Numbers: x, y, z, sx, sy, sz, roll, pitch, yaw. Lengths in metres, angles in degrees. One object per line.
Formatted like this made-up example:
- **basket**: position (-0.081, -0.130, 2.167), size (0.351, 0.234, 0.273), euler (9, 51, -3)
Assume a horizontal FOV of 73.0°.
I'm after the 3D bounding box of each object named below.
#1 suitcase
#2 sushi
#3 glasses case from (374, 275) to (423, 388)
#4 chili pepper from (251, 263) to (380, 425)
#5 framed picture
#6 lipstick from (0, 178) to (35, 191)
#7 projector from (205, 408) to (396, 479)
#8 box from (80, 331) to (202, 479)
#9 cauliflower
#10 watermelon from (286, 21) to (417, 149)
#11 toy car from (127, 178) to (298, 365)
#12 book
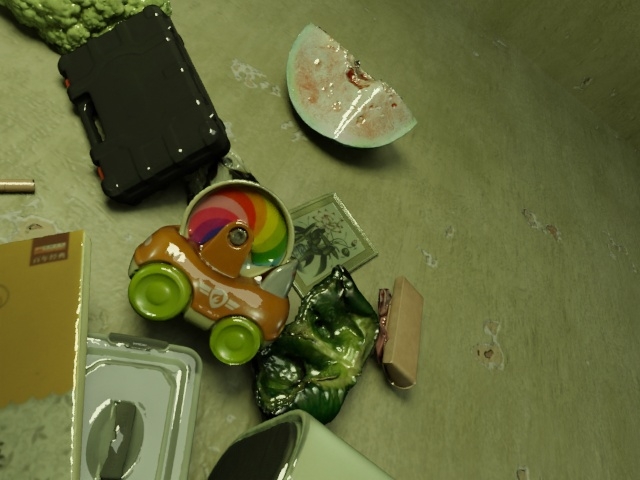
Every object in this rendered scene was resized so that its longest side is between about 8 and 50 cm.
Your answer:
- **suitcase**: position (-0.285, -0.219, 0.690), size (0.206, 0.066, 0.285), euler (-28, 75, 4)
- **sushi**: position (-0.154, -0.081, 0.746), size (0.273, 0.134, 0.109), euler (47, 26, 26)
- **glasses case**: position (0.126, 0.157, 0.783), size (0.102, 0.070, 0.193), euler (45, 42, -28)
- **chili pepper**: position (-0.011, 0.180, 0.677), size (0.148, 0.116, 0.264), euler (49, 47, -13)
- **framed picture**: position (0.000, 0.000, 0.850), size (0.231, 0.010, 0.173), euler (-30, 81, -41)
- **lipstick**: position (-0.450, -0.076, 0.596), size (0.094, 0.019, 0.019), euler (-5, 65, -35)
- **projector**: position (-0.016, 0.355, 0.425), size (0.249, 0.248, 0.248), euler (40, 46, -7)
- **box**: position (-0.232, 0.225, 0.477), size (0.162, 0.130, 0.226), euler (16, 55, -25)
- **cauliflower**: position (-0.424, -0.464, 0.762), size (0.272, 0.275, 0.250), euler (-18, 30, -9)
- **watermelon**: position (0.046, -0.312, 1.009), size (0.322, 0.188, 0.175), euler (47, 2, 10)
- **toy car**: position (-0.120, 0.026, 0.596), size (0.235, 0.145, 0.235), euler (-1, 99, -8)
- **book**: position (-0.354, 0.179, 0.397), size (0.269, 0.032, 0.388), euler (-12, 61, -7)
